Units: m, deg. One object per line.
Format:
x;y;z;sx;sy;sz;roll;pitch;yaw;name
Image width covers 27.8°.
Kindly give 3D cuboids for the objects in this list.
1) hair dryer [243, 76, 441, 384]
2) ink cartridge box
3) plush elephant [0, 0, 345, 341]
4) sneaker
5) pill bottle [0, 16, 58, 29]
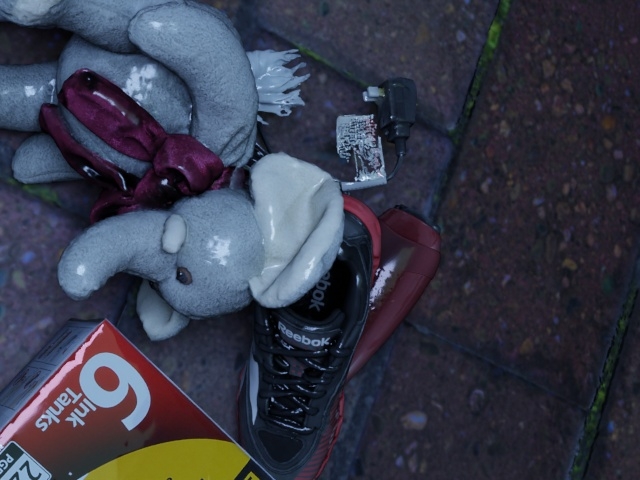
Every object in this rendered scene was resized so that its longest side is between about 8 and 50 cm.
0.000;0.000;1.194;0.223;0.080;0.294;-8;86;-2;hair dryer
-0.190;0.262;1.009;0.272;0.130;0.309;45;71;-15;ink cartridge box
-0.129;-0.046;1.012;0.330;0.272;0.255;3;66;-38;plush elephant
-0.018;0.097;1.091;0.097;0.135;0.276;15;98;5;sneaker
-0.209;-0.227;1.104;0.160;0.087;0.087;-11;88;-26;pill bottle
